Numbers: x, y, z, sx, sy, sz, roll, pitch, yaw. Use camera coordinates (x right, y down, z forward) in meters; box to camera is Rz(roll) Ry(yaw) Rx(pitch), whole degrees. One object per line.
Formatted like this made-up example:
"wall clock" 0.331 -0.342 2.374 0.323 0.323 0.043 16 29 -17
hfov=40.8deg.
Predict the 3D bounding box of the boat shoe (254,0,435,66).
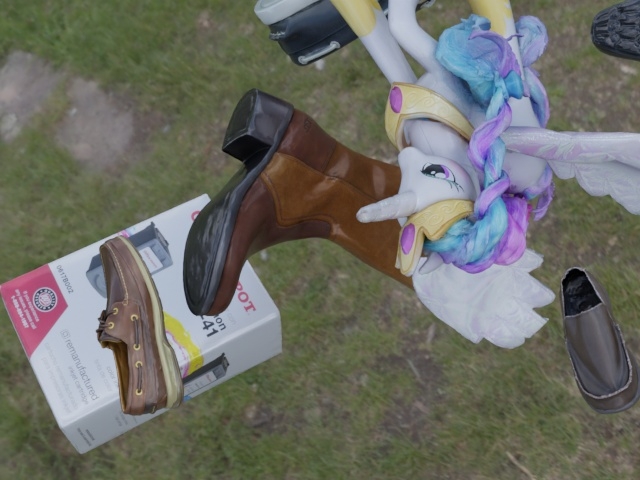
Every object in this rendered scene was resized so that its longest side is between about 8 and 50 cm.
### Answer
"boat shoe" 0.076 -0.280 0.914 0.302 0.091 0.114 -16 37 31

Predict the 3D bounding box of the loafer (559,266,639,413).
"loafer" 0.572 0.204 1.837 0.134 0.130 0.366 -27 39 19

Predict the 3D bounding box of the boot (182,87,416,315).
"boot" 0.000 0.000 0.972 0.096 0.280 0.264 -23 48 52

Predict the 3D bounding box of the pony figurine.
"pony figurine" 0.156 -0.076 0.773 0.303 0.351 0.363 -39 41 37

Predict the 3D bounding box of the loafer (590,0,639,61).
"loafer" 0.407 -0.218 0.926 0.223 0.078 0.076 5 85 18

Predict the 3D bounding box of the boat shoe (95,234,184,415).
"boat shoe" -0.185 0.082 0.829 0.064 0.060 0.178 -29 77 60

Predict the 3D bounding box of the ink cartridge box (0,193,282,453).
"ink cartridge box" -0.235 0.106 1.153 0.306 0.131 0.226 -27 66 -15
